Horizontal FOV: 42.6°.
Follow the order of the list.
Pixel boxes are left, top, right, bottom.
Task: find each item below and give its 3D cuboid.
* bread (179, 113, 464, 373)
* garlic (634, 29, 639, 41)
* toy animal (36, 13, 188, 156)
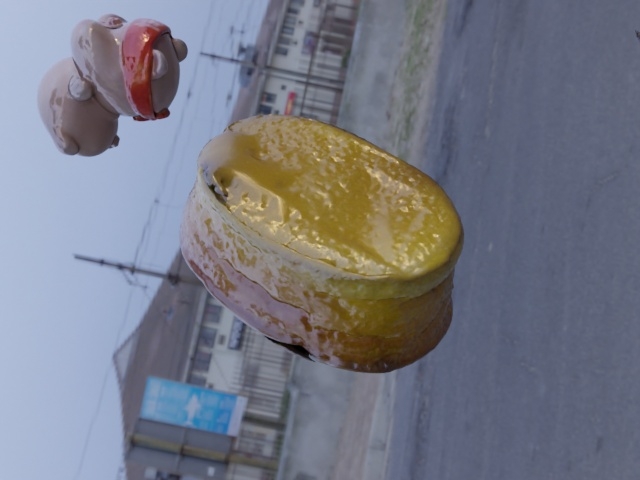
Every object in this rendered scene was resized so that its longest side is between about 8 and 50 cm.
[{"bbox_3d":[0.000,0.000,0.738,0.195,0.269,0.143,-44,-24,-42],"label":"bread"},{"bbox_3d":[0.218,-0.063,0.420,0.206,0.128,0.115,2,-76,-75],"label":"garlic"},{"bbox_3d":[-0.269,-0.208,1.065,0.197,0.171,0.171,-35,12,11],"label":"toy animal"}]
